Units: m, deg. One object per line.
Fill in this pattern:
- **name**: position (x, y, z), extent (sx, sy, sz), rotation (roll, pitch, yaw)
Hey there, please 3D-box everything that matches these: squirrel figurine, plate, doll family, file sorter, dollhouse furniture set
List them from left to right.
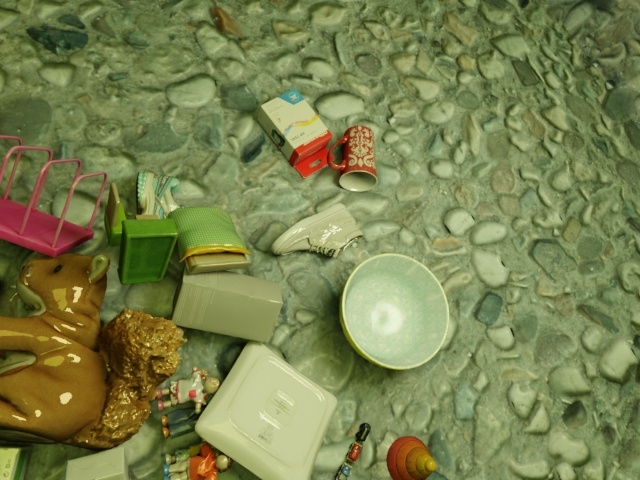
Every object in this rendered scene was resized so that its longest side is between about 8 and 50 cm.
- **file sorter**: position (-0.650, -0.119, 1.014), extent (0.290, 0.202, 0.182), rotation (22, 99, -9)
- **squirrel figurine**: position (-0.497, 0.220, 0.973), extent (0.397, 0.281, 0.371), rotation (20, 55, -20)
- **dollhouse furniture set**: position (-0.296, -0.037, 1.028), extent (0.301, 0.151, 0.198), rotation (-4, 49, -34)
- **doll family**: position (-0.263, 0.422, 1.039), extent (0.163, 0.118, 0.263), rotation (-10, 56, -14)
- **plate**: position (-0.099, 0.386, 1.057), extent (0.277, 0.045, 0.278), rotation (38, 38, -4)

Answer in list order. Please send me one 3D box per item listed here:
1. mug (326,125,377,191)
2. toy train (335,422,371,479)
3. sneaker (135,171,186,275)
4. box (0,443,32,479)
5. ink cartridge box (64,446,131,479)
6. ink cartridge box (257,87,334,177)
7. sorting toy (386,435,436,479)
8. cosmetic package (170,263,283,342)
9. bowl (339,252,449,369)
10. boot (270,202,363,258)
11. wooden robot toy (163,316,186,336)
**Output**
- **mug**: position (0.103, -0.252, 1.372), extent (0.150, 0.113, 0.169), rotation (31, 54, -45)
- **toy train**: position (0.081, 0.518, 1.135), extent (0.027, 0.036, 0.158), rotation (34, 65, -3)
- **sneaker**: position (-0.388, -0.043, 1.157), extent (0.122, 0.110, 0.283), rotation (-3, 72, -22)
- **box**: position (-0.639, 0.452, 0.909), extent (0.102, 0.087, 0.101), rotation (9, 69, -15)
- **ink cartridge box**: position (-0.436, 0.507, 0.936), extent (0.104, 0.181, 0.061), rotation (-7, 32, -19)
- **ink cartridge box**: position (-0.062, -0.313, 1.370), extent (0.134, 0.078, 0.231), rotation (-36, 85, -25)
- **sorting toy**: position (0.242, 0.655, 1.087), extent (0.127, 0.126, 0.366), rotation (5, 69, -16)
- **cosmetic package**: position (-0.219, 0.147, 1.104), extent (0.238, 0.127, 0.107), rotation (16, 22, -20)
- **bowl**: position (0.169, 0.193, 1.214), extent (0.289, 0.156, 0.290), rotation (6, 69, -15)
- **boot**: position (0.000, 0.000, 1.264), extent (0.258, 0.095, 0.123), rotation (-31, 75, -25)
- **wooden robot toy**: position (-0.351, 0.220, 1.086), extent (0.076, 0.079, 0.173), rotation (33, 64, -4)
